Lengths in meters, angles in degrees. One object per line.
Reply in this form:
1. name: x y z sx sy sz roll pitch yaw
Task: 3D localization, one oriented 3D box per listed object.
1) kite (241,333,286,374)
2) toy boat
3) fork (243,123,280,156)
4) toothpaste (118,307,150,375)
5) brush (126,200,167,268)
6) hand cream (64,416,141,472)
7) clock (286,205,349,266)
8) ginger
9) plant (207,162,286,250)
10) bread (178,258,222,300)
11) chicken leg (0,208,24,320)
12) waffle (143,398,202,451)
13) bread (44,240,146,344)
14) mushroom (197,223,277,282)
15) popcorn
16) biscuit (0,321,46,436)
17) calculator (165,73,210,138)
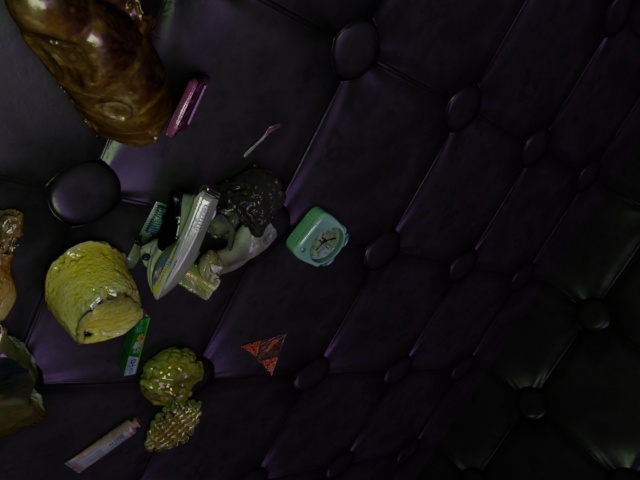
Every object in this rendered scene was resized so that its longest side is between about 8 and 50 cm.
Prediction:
1. kite: -0.150 0.328 1.921 0.125 0.008 0.222 -41 140 -9
2. toy boat: -0.316 -0.005 1.360 0.269 0.141 0.140 -52 141 6
3. fork: -0.139 -0.236 1.472 0.115 0.012 0.016 -43 137 1
4. toothpaste: -0.461 0.250 1.548 0.037 0.043 0.179 -5 124 -43
5. brush: -0.392 -0.006 1.414 0.033 0.030 0.179 12 113 -57
6. hand cream: -0.579 0.550 1.691 0.209 0.043 0.067 -34 137 -9
7. clock: 0.001 0.001 1.750 0.148 0.060 0.188 -51 141 2
8. ginger: -0.357 -0.336 1.056 0.418 0.176 0.254 71 27 -60
9. plant: -0.183 -0.077 1.470 0.203 0.142 0.131 -51 151 -11
10. bread: -0.321 0.077 1.558 0.139 0.084 0.074 32 99 -19
11. chicken leg: -0.629 0.057 1.209 0.107 0.087 0.252 5 112 -57
12. waffle: -0.424 0.537 1.820 0.169 0.036 0.184 2 121 -46
13. bread: -0.476 0.112 1.325 0.197 0.170 0.197 -33 151 -21
14. mushroom: -0.207 0.024 1.542 0.223 0.081 0.092 -39 155 -31
15. popcorn: -0.390 0.361 1.642 0.173 0.142 0.174 -38 136 -50
16. biscuit: -0.715 0.322 1.353 0.329 0.078 0.335 -46 139 4
17. calculator: -0.261 -0.266 1.223 0.034 0.190 0.127 27 103 -10
